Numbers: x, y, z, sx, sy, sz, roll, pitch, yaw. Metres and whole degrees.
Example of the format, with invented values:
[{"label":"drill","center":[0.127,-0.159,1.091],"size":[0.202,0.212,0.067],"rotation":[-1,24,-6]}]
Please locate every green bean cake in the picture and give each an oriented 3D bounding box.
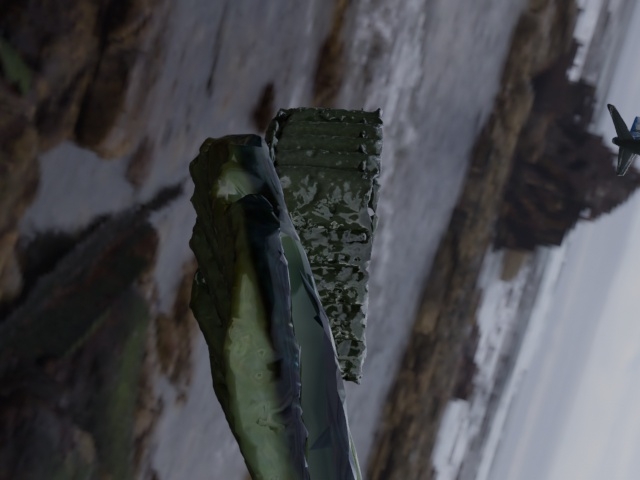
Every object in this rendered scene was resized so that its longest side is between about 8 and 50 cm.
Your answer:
[{"label":"green bean cake","center":[0.000,0.000,1.405],"size":[0.241,0.132,0.255],"rotation":[-88,180,-61]}]

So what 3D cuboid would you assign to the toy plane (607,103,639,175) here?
[{"label":"toy plane","center":[0.351,-0.069,1.173],"size":[0.058,0.226,0.226],"rotation":[-32,127,-23]}]

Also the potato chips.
[{"label":"potato chips","center":[-0.028,0.112,0.804],"size":[0.358,0.070,0.429],"rotation":[87,-14,-52]}]
